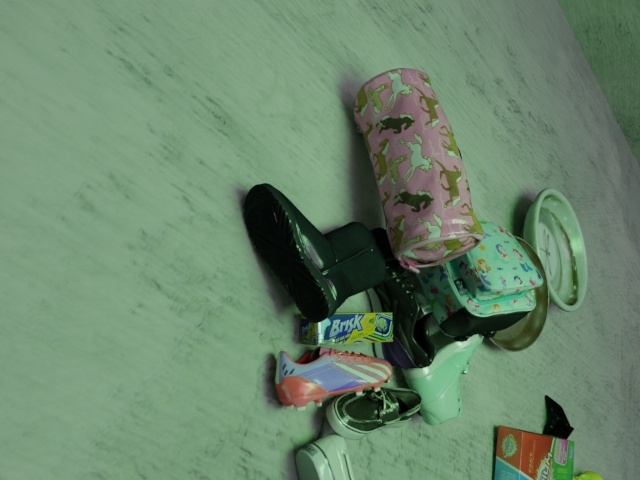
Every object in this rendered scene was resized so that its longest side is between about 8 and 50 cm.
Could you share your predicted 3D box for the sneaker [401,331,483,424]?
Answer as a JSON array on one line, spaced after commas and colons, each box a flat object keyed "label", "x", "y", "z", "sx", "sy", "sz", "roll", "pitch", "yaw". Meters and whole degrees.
[{"label": "sneaker", "x": 0.285, "y": 0.293, "z": 0.892, "sx": 0.255, "sy": 0.094, "sz": 0.151, "roll": -20, "pitch": 94, "yaw": -36}]

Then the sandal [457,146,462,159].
[{"label": "sandal", "x": 0.292, "y": -0.213, "z": 1.025, "sx": 0.254, "sy": 0.054, "sz": 0.097, "roll": -20, "pitch": 94, "yaw": -41}]

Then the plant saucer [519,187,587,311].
[{"label": "plant saucer", "x": 0.749, "y": 0.033, "z": 1.335, "sx": 0.400, "sy": 0.100, "sz": 0.401, "roll": 10, "pitch": 74, "yaw": -39}]

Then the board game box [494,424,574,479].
[{"label": "board game box", "x": 0.564, "y": 0.633, "z": 1.068, "sx": 0.316, "sy": 0.064, "sz": 0.242, "roll": 25, "pitch": 70, "yaw": -34}]

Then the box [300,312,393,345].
[{"label": "box", "x": 0.049, "y": 0.156, "z": 0.728, "sx": 0.168, "sy": 0.059, "sz": 0.054, "roll": 5, "pitch": 78, "yaw": -32}]

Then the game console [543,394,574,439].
[{"label": "game console", "x": 0.722, "y": 0.560, "z": 1.263, "sx": 0.122, "sy": 0.071, "sz": 0.107, "roll": 36, "pitch": 90, "yaw": -29}]

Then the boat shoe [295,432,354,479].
[{"label": "boat shoe", "x": 0.037, "y": 0.448, "z": 0.653, "sx": 0.088, "sy": 0.096, "sz": 0.268, "roll": -13, "pitch": 81, "yaw": -37}]

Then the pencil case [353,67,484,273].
[{"label": "pencil case", "x": 0.180, "y": -0.139, "z": 0.793, "sx": 0.160, "sy": 0.167, "sz": 0.386, "roll": -5, "pitch": 68, "yaw": -18}]

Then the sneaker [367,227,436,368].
[{"label": "sneaker", "x": 0.165, "y": 0.108, "z": 0.806, "sx": 0.107, "sy": 0.124, "sz": 0.284, "roll": -9, "pitch": 87, "yaw": -41}]

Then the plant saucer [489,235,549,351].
[{"label": "plant saucer", "x": 0.509, "y": 0.142, "z": 1.111, "sx": 0.310, "sy": 0.050, "sz": 0.311, "roll": 3, "pitch": 83, "yaw": -27}]

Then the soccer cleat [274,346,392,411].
[{"label": "soccer cleat", "x": 0.032, "y": 0.221, "z": 0.703, "sx": 0.247, "sy": 0.083, "sz": 0.095, "roll": 0, "pitch": 77, "yaw": -38}]

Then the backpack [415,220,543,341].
[{"label": "backpack", "x": 0.319, "y": 0.060, "z": 0.881, "sx": 0.225, "sy": 0.191, "sz": 0.254, "roll": 0, "pitch": 48, "yaw": -29}]

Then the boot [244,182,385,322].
[{"label": "boot", "x": 0.000, "y": 0.000, "z": 0.713, "sx": 0.207, "sy": 0.094, "sz": 0.247, "roll": -26, "pitch": 83, "yaw": -53}]

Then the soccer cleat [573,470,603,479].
[{"label": "soccer cleat", "x": 0.785, "y": 0.754, "z": 1.226, "sx": 0.289, "sy": 0.093, "sz": 0.121, "roll": -6, "pitch": 79, "yaw": -42}]

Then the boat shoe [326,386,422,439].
[{"label": "boat shoe", "x": 0.102, "y": 0.297, "z": 0.734, "sx": 0.219, "sy": 0.070, "sz": 0.078, "roll": 14, "pitch": 35, "yaw": -44}]
